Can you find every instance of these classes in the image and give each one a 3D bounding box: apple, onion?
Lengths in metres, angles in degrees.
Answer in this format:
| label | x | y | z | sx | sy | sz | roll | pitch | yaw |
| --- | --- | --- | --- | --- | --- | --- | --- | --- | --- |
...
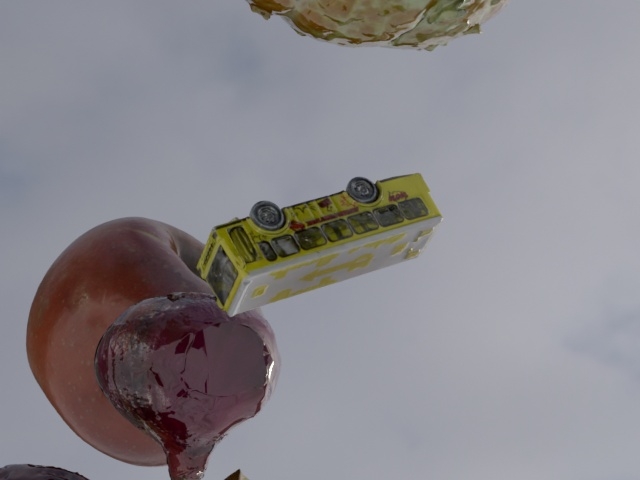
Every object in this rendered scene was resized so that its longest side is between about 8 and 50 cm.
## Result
| label | x | y | z | sx | sy | sz | roll | pitch | yaw |
| --- | --- | --- | --- | --- | --- | --- | --- | --- | --- |
| apple | -0.242 | 0.141 | 2.125 | 0.348 | 0.348 | 0.277 | 32 | -76 | -27 |
| onion | -0.138 | 0.164 | 1.615 | 0.195 | 0.218 | 0.140 | 5 | -6 | -25 |

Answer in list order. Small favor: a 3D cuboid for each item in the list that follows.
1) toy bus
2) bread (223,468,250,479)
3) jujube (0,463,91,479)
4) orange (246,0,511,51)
| label | x | y | z | sx | sy | sz | roll | pitch | yaw |
| --- | --- | --- | --- | --- | --- | --- | --- | --- | --- |
| toy bus | 0.000 | 0.000 | 1.394 | 0.226 | 0.074 | 0.081 | -16 | -26 | -30 |
| bread | -0.122 | 0.374 | 1.890 | 0.086 | 0.125 | 0.156 | 30 | -67 | -7 |
| jujube | -0.301 | 0.345 | 1.633 | 0.290 | 0.197 | 0.197 | 8 | -37 | 14 |
| orange | 0.047 | -0.311 | 1.190 | 0.329 | 0.329 | 0.249 | 28 | -22 | -23 |
